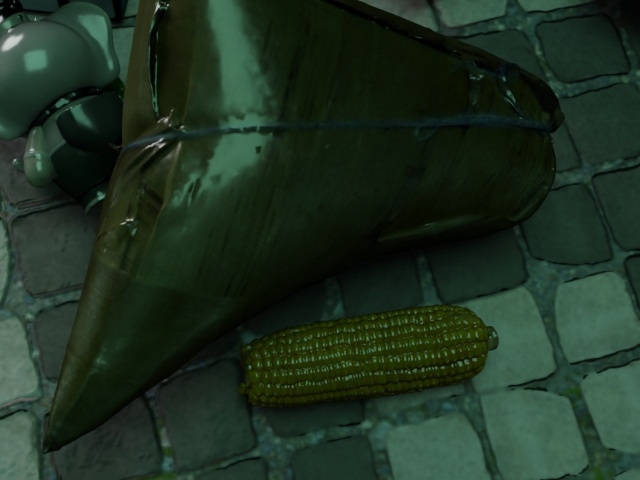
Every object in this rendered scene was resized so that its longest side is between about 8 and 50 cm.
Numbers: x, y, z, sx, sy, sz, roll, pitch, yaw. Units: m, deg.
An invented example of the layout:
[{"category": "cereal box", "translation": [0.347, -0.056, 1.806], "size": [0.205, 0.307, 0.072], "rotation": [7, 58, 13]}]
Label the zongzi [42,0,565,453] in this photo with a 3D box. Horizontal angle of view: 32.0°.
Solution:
[{"category": "zongzi", "translation": [0.000, 0.000, 0.857], "size": [0.356, 0.174, 0.393], "rotation": [15, 80, -19]}]

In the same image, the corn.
[{"category": "corn", "translation": [0.037, 0.091, 0.875], "size": [0.207, 0.068, 0.068], "rotation": [-8, 68, -4]}]

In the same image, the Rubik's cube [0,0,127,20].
[{"category": "Rubik's cube", "translation": [-0.240, -0.306, 0.973], "size": [0.163, 0.160, 0.162], "rotation": [6, 67, -1]}]

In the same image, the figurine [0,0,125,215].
[{"category": "figurine", "translation": [-0.215, -0.112, 0.908], "size": [0.147, 0.126, 0.192], "rotation": [-31, 88, -22]}]
